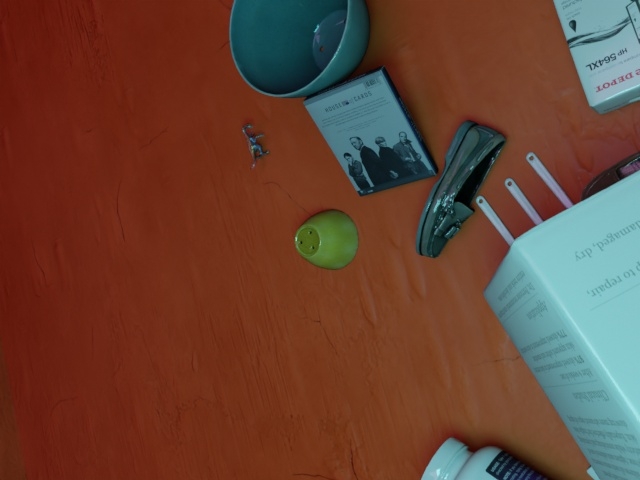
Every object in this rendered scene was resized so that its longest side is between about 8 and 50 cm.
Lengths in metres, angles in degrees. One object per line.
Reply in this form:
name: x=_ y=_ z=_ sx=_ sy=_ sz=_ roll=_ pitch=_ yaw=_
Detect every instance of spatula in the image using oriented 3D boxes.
spatula: x=0.389 y=-0.021 z=1.052 sx=0.168 sy=0.019 sz=0.242 roll=-43 pitch=68 yaw=29

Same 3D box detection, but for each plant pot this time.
plant pot: x=0.000 y=0.000 z=1.279 sx=0.134 sy=0.095 sz=0.134 roll=2 pitch=94 yaw=35
plant pot: x=-0.013 y=-0.424 z=1.210 sx=0.290 sy=0.195 sz=0.290 roll=2 pitch=93 yaw=35

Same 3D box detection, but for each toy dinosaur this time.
toy dinosaur: x=-0.159 y=-0.230 z=1.398 sx=0.047 sy=0.090 sz=0.082 roll=-19 pitch=125 yaw=44

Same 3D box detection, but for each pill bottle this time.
pill bottle: x=0.335 y=0.478 z=1.011 sx=0.323 sy=0.181 sz=0.181 roll=28 pitch=107 yaw=32

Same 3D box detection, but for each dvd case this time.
dvd case: x=0.098 y=-0.202 z=1.156 sx=0.179 sy=0.029 sz=0.238 roll=-13 pitch=123 yaw=35

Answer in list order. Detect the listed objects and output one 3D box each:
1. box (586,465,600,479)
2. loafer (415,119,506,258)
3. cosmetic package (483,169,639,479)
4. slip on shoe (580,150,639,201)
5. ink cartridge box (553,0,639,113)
box: x=0.532 y=0.370 z=0.922 sx=0.170 sy=0.091 sz=0.130 roll=45 pitch=116 yaw=25
loafer: x=0.255 y=-0.084 z=1.098 sx=0.084 sy=0.096 sz=0.267 roll=26 pitch=104 yaw=32
cosmetic package: x=0.462 y=0.126 z=0.754 sx=0.327 sy=0.329 sz=0.393 roll=-29 pitch=73 yaw=0
slip on shoe: x=0.483 y=-0.098 z=0.968 sx=0.135 sy=0.041 sz=0.051 roll=-36 pitch=71 yaw=30
ink cartridge box: x=0.475 y=-0.324 z=0.939 sx=0.148 sy=0.086 sz=0.203 roll=-21 pitch=79 yaw=34
